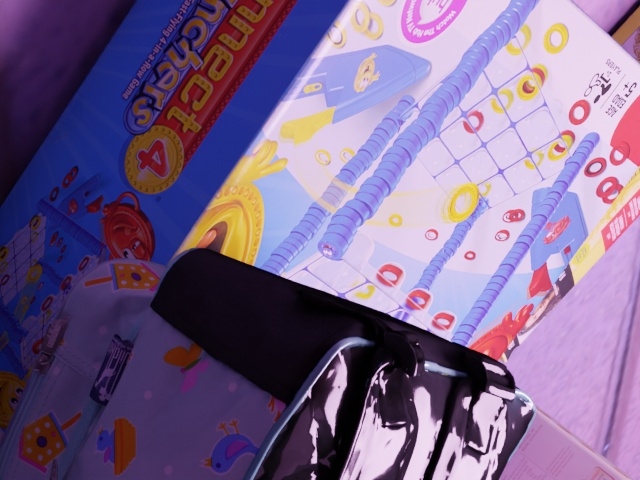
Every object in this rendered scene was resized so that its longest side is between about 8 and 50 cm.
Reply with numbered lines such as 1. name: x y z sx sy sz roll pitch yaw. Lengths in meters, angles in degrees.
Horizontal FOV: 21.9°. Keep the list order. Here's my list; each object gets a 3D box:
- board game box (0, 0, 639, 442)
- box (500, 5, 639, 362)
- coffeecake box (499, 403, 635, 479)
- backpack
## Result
1. board game box: 0.000 0.000 0.751 0.302 0.086 0.308 -56 149 8
2. box: 0.155 -0.044 0.947 0.232 0.058 0.087 -46 148 -11
3. coffeecake box: 0.121 0.134 0.961 0.068 0.185 0.142 -53 149 0
4. backpack: -0.034 0.105 0.586 0.166 0.144 0.188 21 91 -58
